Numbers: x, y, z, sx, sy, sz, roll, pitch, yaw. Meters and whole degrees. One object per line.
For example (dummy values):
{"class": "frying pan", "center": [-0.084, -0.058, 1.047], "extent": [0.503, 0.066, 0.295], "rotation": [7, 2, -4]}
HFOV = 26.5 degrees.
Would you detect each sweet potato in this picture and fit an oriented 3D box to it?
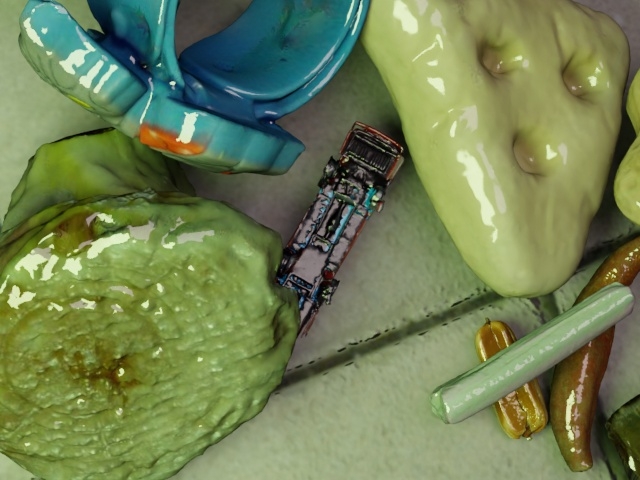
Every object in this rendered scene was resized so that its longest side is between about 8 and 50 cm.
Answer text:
{"class": "sweet potato", "center": [0.275, 0.107, 1.387], "extent": [0.058, 0.078, 0.255], "rotation": [25, 81, -36]}

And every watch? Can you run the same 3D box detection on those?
{"class": "watch", "center": [-0.114, -0.221, 1.186], "extent": [0.241, 0.305, 0.275], "rotation": [35, 101, 36]}

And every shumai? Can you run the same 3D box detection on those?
{"class": "shumai", "center": [-0.184, 0.037, 1.244], "extent": [0.309, 0.304, 0.263], "rotation": [-2, 38, -9]}

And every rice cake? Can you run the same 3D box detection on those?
{"class": "rice cake", "center": [0.205, 0.111, 1.321], "extent": [0.221, 0.080, 0.042], "rotation": [-31, 88, 0]}

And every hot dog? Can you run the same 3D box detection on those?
{"class": "hot dog", "center": [0.193, 0.139, 1.381], "extent": [0.056, 0.041, 0.133], "rotation": [-19, 85, 0]}

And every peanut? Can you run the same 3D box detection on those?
{"class": "peanut", "center": [0.359, -0.111, 1.365], "extent": [0.120, 0.110, 0.236], "rotation": [35, 67, -15]}

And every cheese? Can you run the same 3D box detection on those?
{"class": "cheese", "center": [0.151, -0.117, 1.333], "extent": [0.351, 0.129, 0.329], "rotation": [18, 71, -33]}

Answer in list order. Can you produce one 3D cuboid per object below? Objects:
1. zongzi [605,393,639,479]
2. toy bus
{"class": "zongzi", "center": [0.443, 0.294, 1.390], "extent": [0.154, 0.317, 0.289], "rotation": [-39, 53, 8]}
{"class": "toy bus", "center": [0.000, 0.000, 1.328], "extent": [0.073, 0.096, 0.235], "rotation": [32, 73, -3]}
